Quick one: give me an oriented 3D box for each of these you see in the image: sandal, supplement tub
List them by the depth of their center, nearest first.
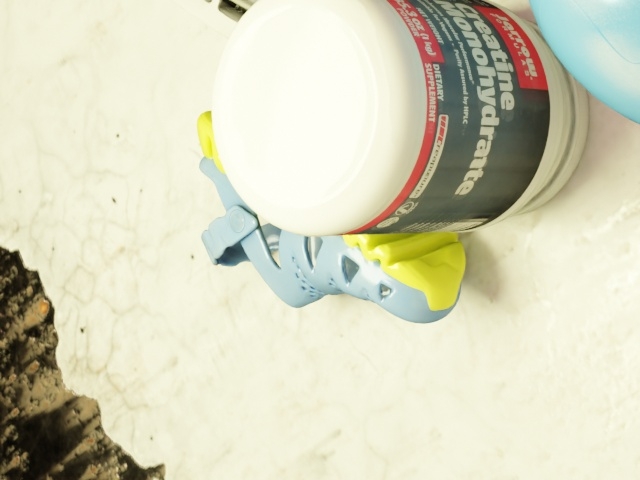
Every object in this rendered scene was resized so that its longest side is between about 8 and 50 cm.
[{"bbox_3d":[0.067,-0.100,1.360,0.191,0.272,0.191,2,93,40],"label":"supplement tub"},{"bbox_3d":[0.000,0.000,1.528,0.317,0.126,0.138,34,116,43],"label":"sandal"}]

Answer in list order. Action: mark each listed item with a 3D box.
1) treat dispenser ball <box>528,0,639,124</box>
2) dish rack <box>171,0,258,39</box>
[{"bbox_3d":[0.277,-0.207,1.173,0.288,0.288,0.288,2,92,40],"label":"treat dispenser ball"},{"bbox_3d":[-0.054,-0.358,1.527,0.285,0.072,0.332,38,117,44],"label":"dish rack"}]
